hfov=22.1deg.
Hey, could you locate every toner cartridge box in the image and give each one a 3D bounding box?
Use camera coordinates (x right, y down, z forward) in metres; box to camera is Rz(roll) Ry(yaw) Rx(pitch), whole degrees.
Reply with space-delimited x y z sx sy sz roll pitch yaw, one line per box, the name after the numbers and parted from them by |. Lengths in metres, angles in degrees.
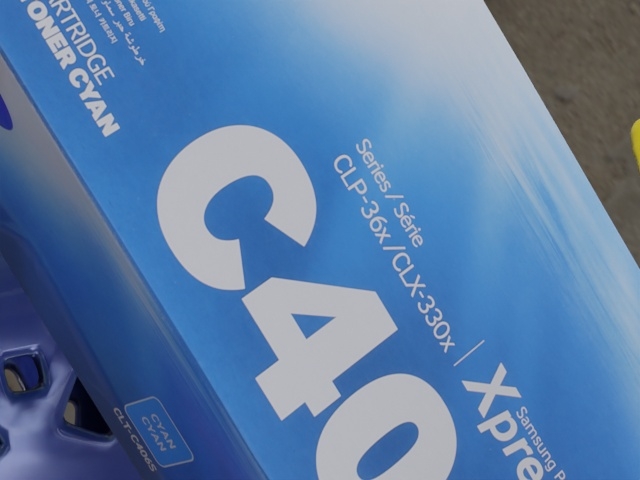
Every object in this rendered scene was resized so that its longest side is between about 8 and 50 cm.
0.000 0.000 0.523 0.075 0.165 0.348 -22 102 55 | toner cartridge box

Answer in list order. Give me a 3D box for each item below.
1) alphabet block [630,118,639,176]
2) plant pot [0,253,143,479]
0.341 0.003 1.080 0.192 0.197 0.193 -27 37 19 | alphabet block
-0.171 0.113 0.976 0.236 0.236 0.212 -19 87 58 | plant pot
